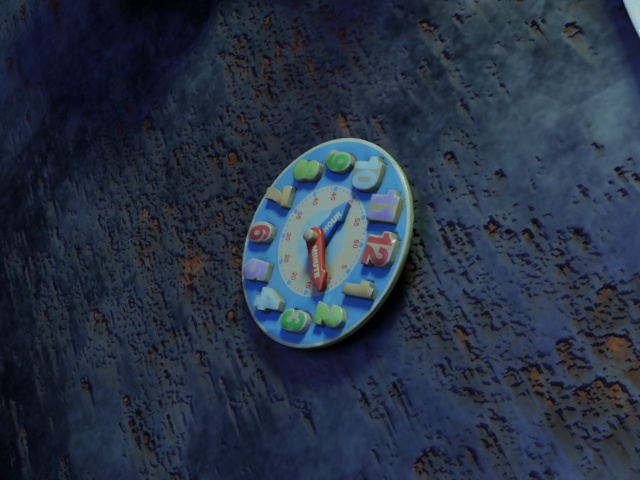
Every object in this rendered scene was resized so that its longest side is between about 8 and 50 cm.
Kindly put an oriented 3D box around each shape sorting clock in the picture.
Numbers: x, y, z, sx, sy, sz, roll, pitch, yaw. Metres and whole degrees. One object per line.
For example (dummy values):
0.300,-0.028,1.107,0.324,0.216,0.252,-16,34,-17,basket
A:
0.000,0.000,0.897,0.206,0.040,0.206,-16,63,33,shape sorting clock

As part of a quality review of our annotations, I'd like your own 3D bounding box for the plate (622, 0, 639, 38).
0.343,-0.312,0.746,0.278,0.045,0.277,-29,56,27,plate
